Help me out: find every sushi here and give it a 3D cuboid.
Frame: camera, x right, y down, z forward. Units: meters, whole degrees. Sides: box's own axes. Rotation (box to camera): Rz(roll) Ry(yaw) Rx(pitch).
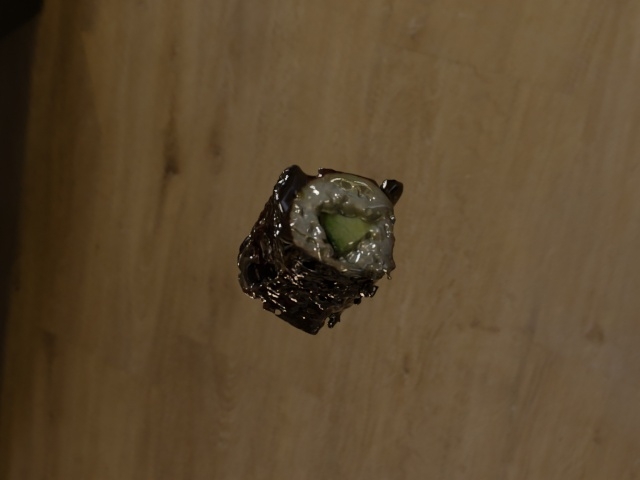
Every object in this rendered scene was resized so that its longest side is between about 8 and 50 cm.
[{"bbox_3d":[-0.001,0.001,0.774,0.094,0.098,0.084,22,140,-13],"label":"sushi"}]
